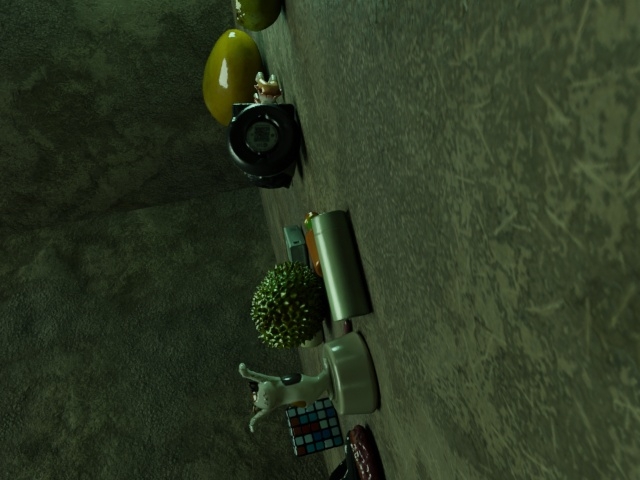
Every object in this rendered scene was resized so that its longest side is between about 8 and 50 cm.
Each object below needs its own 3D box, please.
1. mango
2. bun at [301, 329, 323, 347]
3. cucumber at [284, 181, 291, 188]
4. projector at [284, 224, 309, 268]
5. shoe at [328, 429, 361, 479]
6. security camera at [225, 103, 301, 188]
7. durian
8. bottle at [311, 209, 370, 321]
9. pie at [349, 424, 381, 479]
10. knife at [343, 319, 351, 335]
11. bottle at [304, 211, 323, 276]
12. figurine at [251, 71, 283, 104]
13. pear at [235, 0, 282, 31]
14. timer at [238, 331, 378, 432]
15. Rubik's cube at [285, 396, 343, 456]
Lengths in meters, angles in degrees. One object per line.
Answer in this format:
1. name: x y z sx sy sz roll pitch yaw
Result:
1. mango: -0.312 -0.591 2.001 0.446 0.232 0.300 132 131 -69
2. bun: -0.059 0.297 1.942 0.164 0.110 0.188 87 165 -63
3. cucumber: -0.139 -0.292 1.793 0.068 0.067 0.294 -112 12 -52
4. projector: -0.081 0.036 1.883 0.115 0.061 0.147 -113 13 -47
5. shoe: 0.071 0.642 1.512 0.108 0.093 0.241 -44 -50 -69
6. security camera: -0.149 -0.247 1.513 0.277 0.196 0.191 88 -179 -83
7. durian: -0.088 0.197 1.674 0.291 0.224 0.291 6 -90 -66
8. bottle: 0.037 0.048 1.030 0.072 0.072 0.202 118 140 -78
9. pie: 0.112 0.543 1.331 0.182 0.049 0.183 166 90 -87
10. knife: 0.065 0.271 1.342 0.035 0.018 0.247 -90 -1 -45
11. bottle: 0.000 0.000 1.248 0.187 0.069 0.069 -108 10 -47
12. figurine: -0.178 -0.388 1.617 0.102 0.111 0.195 -109 30 -49
13. pear: -0.140 -0.557 1.265 0.141 0.103 0.141 -169 90 -88
14. timer: -0.030 0.306 1.148 0.175 0.265 0.175 169 90 -78
15. Rubik's cube: -0.028 0.711 2.082 0.184 0.187 0.182 99 157 -73
